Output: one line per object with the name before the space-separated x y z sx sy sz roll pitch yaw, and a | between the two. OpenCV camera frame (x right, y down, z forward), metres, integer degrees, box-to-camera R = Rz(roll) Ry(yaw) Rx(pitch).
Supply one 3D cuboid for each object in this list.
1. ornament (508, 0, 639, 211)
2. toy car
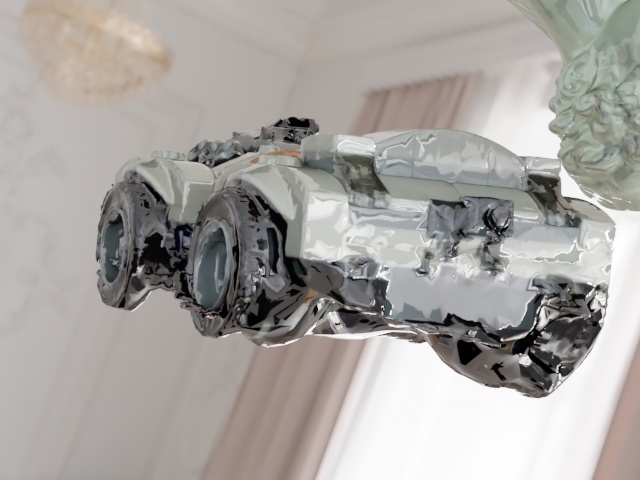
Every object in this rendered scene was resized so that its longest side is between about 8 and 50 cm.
ornament | 0.184 -0.153 1.213 0.120 0.285 0.130 -14 -17 -21
toy car | 0.000 -0.002 0.874 0.193 0.118 0.301 5 4 -23
